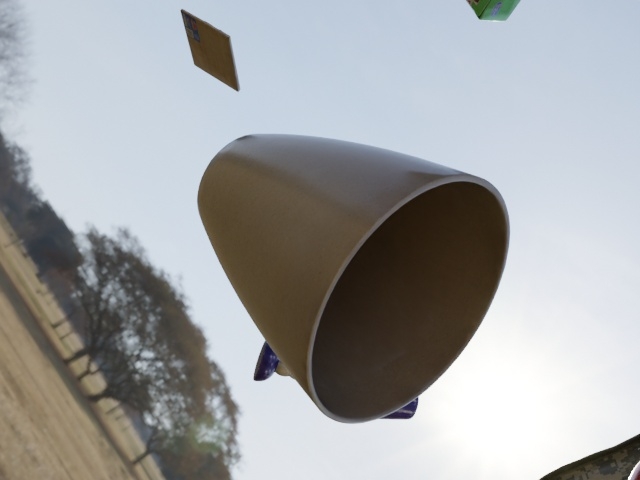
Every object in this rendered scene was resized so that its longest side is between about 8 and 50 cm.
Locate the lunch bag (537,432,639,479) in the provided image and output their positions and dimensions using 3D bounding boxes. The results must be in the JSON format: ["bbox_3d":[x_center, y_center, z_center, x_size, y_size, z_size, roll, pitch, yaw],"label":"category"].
[{"bbox_3d":[0.372,0.333,0.879,0.235,0.287,0.168,33,34,-34],"label":"lunch bag"}]

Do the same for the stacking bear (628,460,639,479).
[{"bbox_3d":[0.310,0.215,0.597,0.175,0.164,0.289,-4,-19,34],"label":"stacking bear"}]

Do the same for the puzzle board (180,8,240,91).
[{"bbox_3d":[-0.168,-0.295,1.233,0.096,0.011,0.128,34,-22,18],"label":"puzzle board"}]

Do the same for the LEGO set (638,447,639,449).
[{"bbox_3d":[0.221,0.132,0.466,0.054,0.083,0.023,51,10,21],"label":"LEGO set"}]

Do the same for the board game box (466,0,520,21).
[{"bbox_3d":[0.203,-0.410,0.779,0.213,0.046,0.317,62,-40,26],"label":"board game box"}]

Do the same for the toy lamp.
[{"bbox_3d":[0.029,0.237,1.318,0.275,0.080,0.080,19,-16,-7],"label":"toy lamp"}]

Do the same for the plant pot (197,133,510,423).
[{"bbox_3d":[0.000,0.000,0.802,0.274,0.256,0.256,34,-28,39],"label":"plant pot"}]
